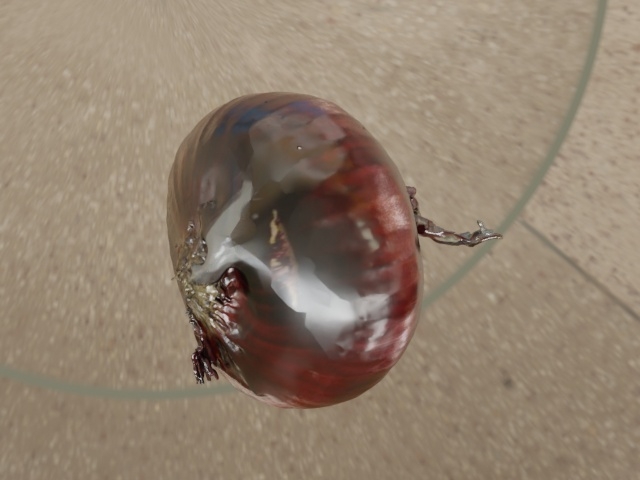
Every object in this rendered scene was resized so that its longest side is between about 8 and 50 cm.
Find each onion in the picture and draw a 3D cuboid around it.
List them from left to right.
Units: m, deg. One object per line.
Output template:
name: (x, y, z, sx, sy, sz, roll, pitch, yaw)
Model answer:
onion: (0.000, 0.000, 1.379, 0.285, 0.273, 0.273, -17, 103, -28)
